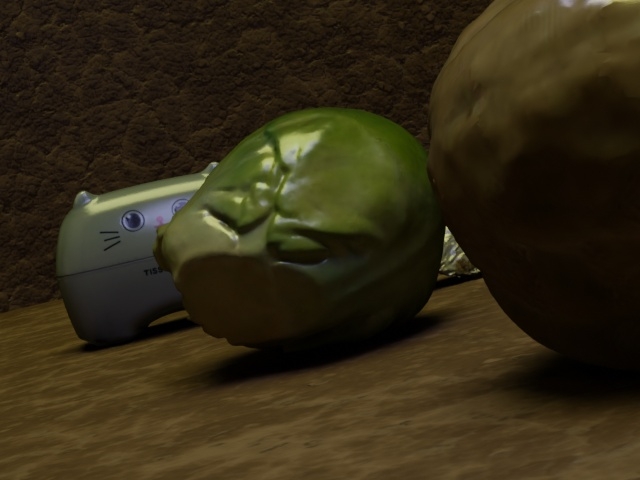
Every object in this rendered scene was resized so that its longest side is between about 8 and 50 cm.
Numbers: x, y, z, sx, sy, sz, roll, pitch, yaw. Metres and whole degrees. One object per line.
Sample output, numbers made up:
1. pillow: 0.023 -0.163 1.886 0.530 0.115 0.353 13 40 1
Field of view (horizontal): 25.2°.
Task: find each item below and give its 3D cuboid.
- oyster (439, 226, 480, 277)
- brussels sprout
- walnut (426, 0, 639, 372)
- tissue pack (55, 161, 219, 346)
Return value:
1. oyster: 0.186 0.004 1.944 0.163 0.081 0.191 15 31 21
2. brussels sprout: -0.012 0.002 1.572 0.344 0.268 0.344 -35 4 3
3. walnut: 0.262 -0.071 1.083 0.381 0.381 0.381 -13 3 1
4. tissue pack: -0.244 0.017 2.213 0.333 0.235 0.229 -13 2 -10
